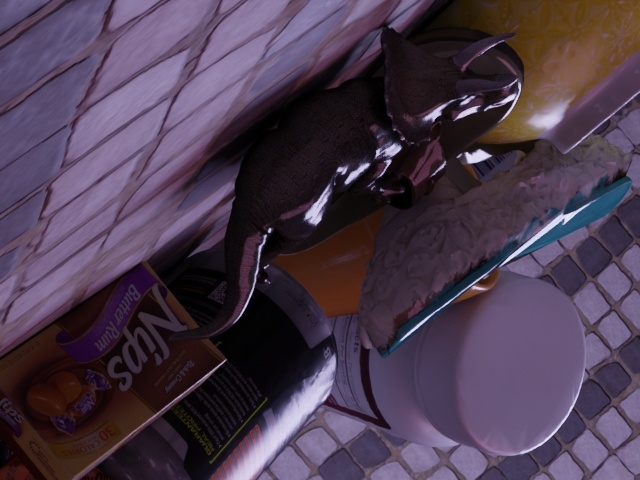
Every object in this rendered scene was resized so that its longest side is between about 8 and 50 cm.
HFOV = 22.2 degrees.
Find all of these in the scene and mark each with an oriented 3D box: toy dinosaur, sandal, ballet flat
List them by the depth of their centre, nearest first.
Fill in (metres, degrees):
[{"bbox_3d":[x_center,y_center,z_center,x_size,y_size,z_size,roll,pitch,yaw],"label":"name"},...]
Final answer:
[{"bbox_3d":[-0.008,-0.056,1.196,0.313,0.121,0.160,-34,163,-16],"label":"toy dinosaur"},{"bbox_3d":[0.055,-0.062,1.348,0.303,0.120,0.086,-41,-142,32],"label":"sandal"},{"bbox_3d":[0.135,-0.021,1.481,0.409,0.147,0.147,-28,169,-48],"label":"ballet flat"}]

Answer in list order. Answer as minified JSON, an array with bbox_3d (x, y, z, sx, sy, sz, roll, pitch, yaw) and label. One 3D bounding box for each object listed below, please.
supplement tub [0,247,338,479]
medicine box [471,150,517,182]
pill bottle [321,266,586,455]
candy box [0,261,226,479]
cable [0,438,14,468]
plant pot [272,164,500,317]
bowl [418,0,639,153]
[{"bbox_3d":[-0.137,0.163,1.459,0.316,0.193,0.193,-46,-178,-43],"label":"supplement tub"},{"bbox_3d":[0.203,-0.123,2.055,0.263,0.149,0.289,-40,176,13],"label":"medicine box"},{"bbox_3d":[0.093,0.103,1.833,0.224,0.224,0.392,-38,-151,-25],"label":"pill bottle"},{"bbox_3d":[-0.175,0.109,1.302,0.187,0.109,0.053,-36,175,-42],"label":"candy box"},{"bbox_3d":[-0.298,0.207,1.440,0.184,0.047,0.150,-69,171,-59],"label":"cable"},{"bbox_3d":[0.050,-0.011,1.642,0.188,0.205,0.205,-25,-177,23],"label":"plant pot"},{"bbox_3d":[0.208,-0.170,1.440,0.289,0.156,0.289,-39,177,-3],"label":"bowl"}]
